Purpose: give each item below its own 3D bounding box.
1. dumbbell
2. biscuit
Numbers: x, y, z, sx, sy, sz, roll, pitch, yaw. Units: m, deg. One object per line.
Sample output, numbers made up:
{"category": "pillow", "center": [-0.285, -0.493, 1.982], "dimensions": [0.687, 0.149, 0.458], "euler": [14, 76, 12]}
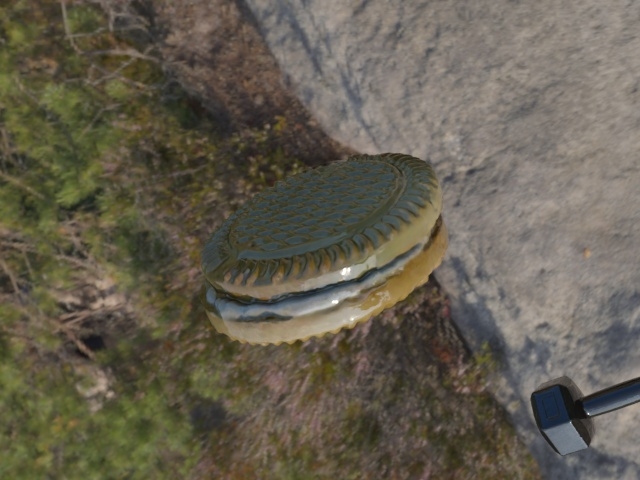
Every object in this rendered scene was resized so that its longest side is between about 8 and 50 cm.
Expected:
{"category": "dumbbell", "center": [0.147, 0.076, 0.398], "dimensions": [0.083, 0.036, 0.040], "euler": [-28, 112, 26]}
{"category": "biscuit", "center": [0.000, 0.000, 0.765], "dimensions": [0.259, 0.259, 0.079], "euler": [-2, 120, 38]}
